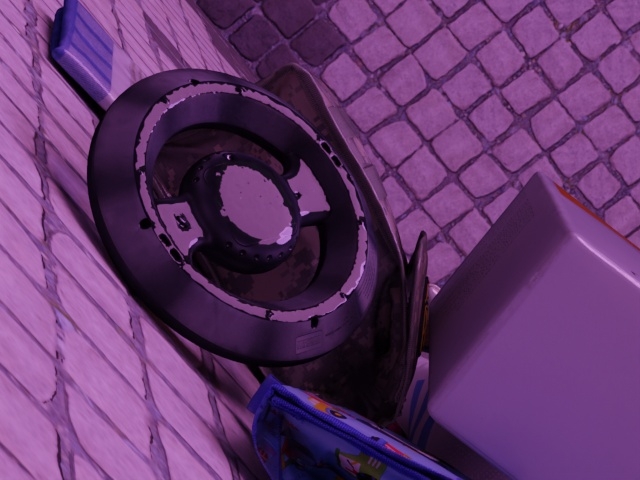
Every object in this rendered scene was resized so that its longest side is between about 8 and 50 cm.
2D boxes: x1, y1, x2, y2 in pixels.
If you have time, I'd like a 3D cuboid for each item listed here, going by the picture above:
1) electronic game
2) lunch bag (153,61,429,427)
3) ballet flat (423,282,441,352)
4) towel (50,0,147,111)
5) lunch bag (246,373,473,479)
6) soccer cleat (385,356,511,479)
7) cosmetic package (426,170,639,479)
[{"bbox_3d":[-0.057,-0.018,1.347,0.229,0.048,0.229,20,51,-27],"label":"electronic game"},{"bbox_3d":[-0.002,0.015,1.553,0.287,0.169,0.235,61,5,-1],"label":"lunch bag"},{"bbox_3d":[0.072,0.067,1.735,0.206,0.067,0.073,8,3,-9],"label":"ballet flat"},{"bbox_3d":[-0.143,-0.090,1.765,0.285,0.034,0.209,48,8,-19],"label":"towel"},{"bbox_3d":[0.065,0.195,1.259,0.293,0.138,0.221,40,2,13],"label":"lunch bag"},{"bbox_3d":[0.134,0.164,1.799,0.116,0.143,0.331,50,5,-16],"label":"soccer cleat"},{"bbox_3d":[0.214,0.092,1.484,0.230,0.161,0.453,37,8,-2],"label":"cosmetic package"}]
